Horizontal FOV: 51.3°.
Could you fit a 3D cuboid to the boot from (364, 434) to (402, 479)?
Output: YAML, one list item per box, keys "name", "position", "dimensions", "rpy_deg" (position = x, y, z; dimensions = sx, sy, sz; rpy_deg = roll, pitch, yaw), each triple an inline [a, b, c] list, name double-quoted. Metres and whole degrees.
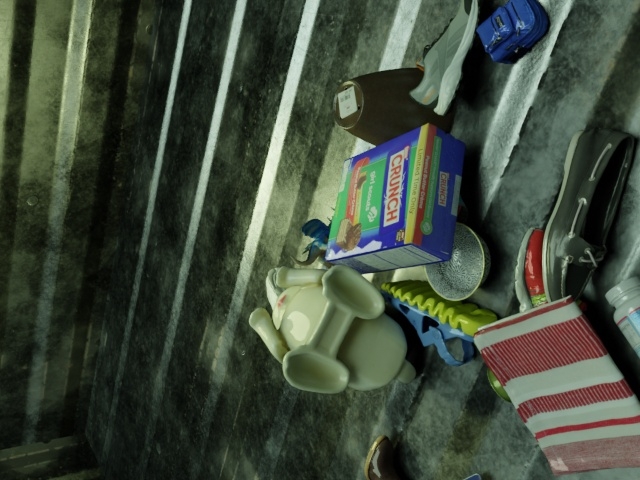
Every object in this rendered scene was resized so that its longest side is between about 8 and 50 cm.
- name: "boot"
  position: [0.208, 0.622, 1.631]
  dimensions: [0.207, 0.090, 0.248]
  rpy_deg: [10, 99, 40]

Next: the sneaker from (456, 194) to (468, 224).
- name: "sneaker"
  position: [0.240, -0.039, 1.551]
  dimensions: [0.262, 0.104, 0.125]
  rpy_deg: [-43, 41, 40]

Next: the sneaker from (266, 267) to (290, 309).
- name: "sneaker"
  position: [-0.109, 0.202, 2.018]
  dimensions: [0.095, 0.090, 0.235]
  rpy_deg: [125, 134, -55]

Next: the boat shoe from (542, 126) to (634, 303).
- name: "boat shoe"
  position: [0.475, -0.039, 1.181]
  dimensions: [0.095, 0.112, 0.335]
  rpy_deg: [9, 86, 51]

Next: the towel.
- name: "towel"
  position: [0.448, 0.278, 1.221]
  dimensions: [0.237, 0.037, 0.329]
  rpy_deg: [-33, 88, 48]

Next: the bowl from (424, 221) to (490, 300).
- name: "bowl"
  position: [0.313, 0.043, 1.448]
  dimensions: [0.170, 0.080, 0.170]
  rpy_deg: [5, 96, 52]

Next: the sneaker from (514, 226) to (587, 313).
- name: "sneaker"
  position: [0.449, 0.110, 1.282]
  dimensions: [0.118, 0.107, 0.279]
  rpy_deg: [-6, 91, 36]

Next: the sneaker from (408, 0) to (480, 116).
- name: "sneaker"
  position: [0.269, -0.408, 1.417]
  dimensions: [0.108, 0.100, 0.271]
  rpy_deg: [20, 91, 10]

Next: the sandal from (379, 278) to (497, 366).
- name: "sandal"
  position: [0.248, 0.182, 1.512]
  dimensions: [0.317, 0.126, 0.138]
  rpy_deg: [29, 118, 50]

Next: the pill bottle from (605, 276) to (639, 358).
- name: "pill bottle"
  position: [0.557, 0.145, 1.127]
  dimensions: [0.087, 0.087, 0.160]
  rpy_deg: [-51, 53, 41]

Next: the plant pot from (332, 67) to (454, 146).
- name: "plant pot"
  position: [0.149, -0.302, 1.526]
  dimensions: [0.215, 0.230, 0.215]
  rpy_deg: [3, 93, 53]

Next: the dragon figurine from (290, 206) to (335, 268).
- name: "dragon figurine"
  position: [0.000, 0.000, 1.718]
  dimensions: [0.144, 0.289, 0.085]
  rpy_deg: [29, 133, 38]

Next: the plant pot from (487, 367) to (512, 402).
- name: "plant pot"
  position: [0.399, 0.275, 1.358]
  dimensions: [0.079, 0.083, 0.083]
  rpy_deg: [-42, 58, 30]

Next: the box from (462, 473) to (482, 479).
- name: "box"
  position: [0.361, 0.631, 1.446]
  dimensions: [0.136, 0.036, 0.225]
  rpy_deg: [-48, 56, 42]

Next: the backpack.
- name: "backpack"
  position: [0.383, -0.421, 1.324]
  dimensions: [0.120, 0.101, 0.098]
  rpy_deg: [-35, 71, 44]

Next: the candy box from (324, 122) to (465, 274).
- name: "candy box"
  position: [0.160, -0.078, 1.479]
  dimensions: [0.317, 0.122, 0.268]
  rpy_deg: [-14, 60, 55]

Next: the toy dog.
- name: "toy dog"
  position: [0.026, 0.207, 1.667]
  dimensions: [0.408, 0.395, 0.285]
  rpy_deg: [10, 81, 67]
